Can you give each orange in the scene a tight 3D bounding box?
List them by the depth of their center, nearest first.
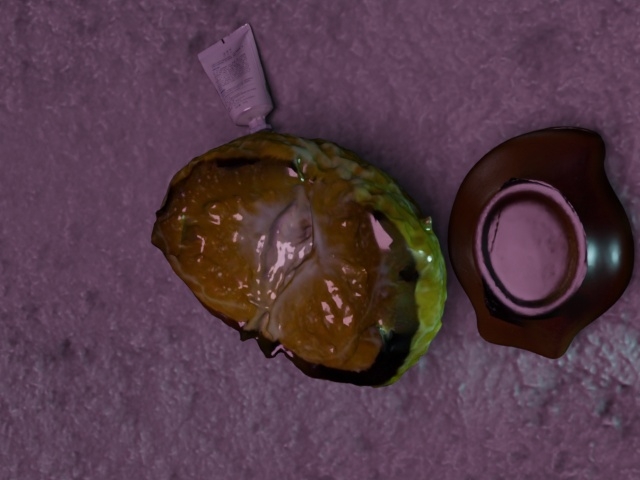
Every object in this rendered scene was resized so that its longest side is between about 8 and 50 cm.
[{"bbox_3d":[0.000,0.000,1.869,0.369,0.210,0.271,31,130,15],"label":"orange"}]

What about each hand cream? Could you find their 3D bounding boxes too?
[{"bbox_3d":[-0.099,-0.197,1.976,0.084,0.053,0.142,-28,72,21],"label":"hand cream"}]

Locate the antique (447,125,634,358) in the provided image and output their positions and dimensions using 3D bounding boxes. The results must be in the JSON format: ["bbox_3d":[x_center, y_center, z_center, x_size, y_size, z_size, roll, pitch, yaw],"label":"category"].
[{"bbox_3d":[0.259,0.001,1.818,0.224,0.129,0.278,18,106,15],"label":"antique"}]
